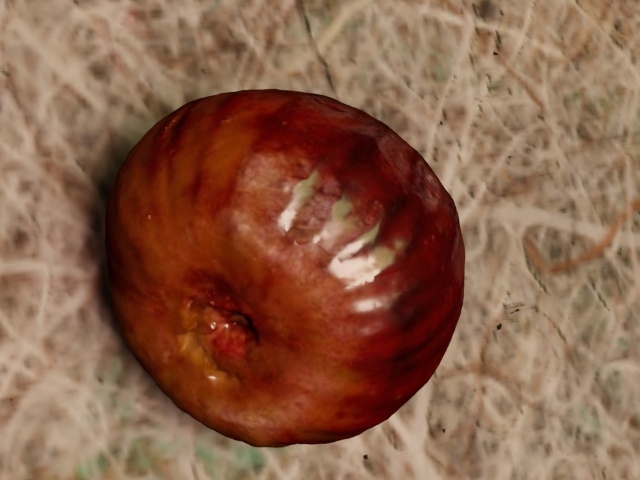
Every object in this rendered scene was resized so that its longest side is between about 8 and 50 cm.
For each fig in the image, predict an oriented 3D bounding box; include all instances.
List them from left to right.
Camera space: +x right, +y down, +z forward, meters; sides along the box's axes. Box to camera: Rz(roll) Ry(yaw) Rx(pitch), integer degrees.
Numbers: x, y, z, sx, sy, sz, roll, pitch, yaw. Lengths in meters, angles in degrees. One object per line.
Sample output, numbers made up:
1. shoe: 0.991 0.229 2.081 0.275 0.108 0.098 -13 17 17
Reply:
1. fig: 0.000 0.011 0.678 0.150 0.128 0.128 8 72 -42
